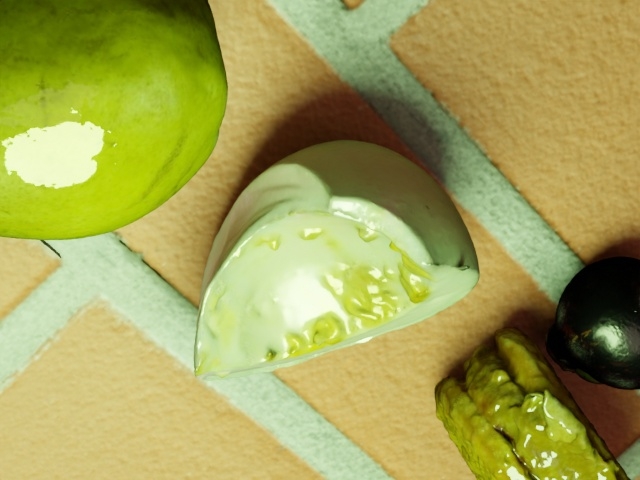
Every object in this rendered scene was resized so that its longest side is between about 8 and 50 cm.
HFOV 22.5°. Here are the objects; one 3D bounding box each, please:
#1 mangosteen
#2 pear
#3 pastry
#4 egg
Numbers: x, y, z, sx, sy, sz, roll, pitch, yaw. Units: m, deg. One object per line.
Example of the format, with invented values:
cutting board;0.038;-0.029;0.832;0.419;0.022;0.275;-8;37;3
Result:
mangosteen;0.282;0.088;1.551;0.137;0.137;0.151;17;143;-25
pear;-0.224;-0.118;1.199;0.307;0.253;0.252;-2;117;-5
pastry;0.202;0.210;1.512;0.132;0.235;0.240;-35;111;5
egg;0.006;0.003;1.386;0.271;0.161;0.206;-27;164;32
